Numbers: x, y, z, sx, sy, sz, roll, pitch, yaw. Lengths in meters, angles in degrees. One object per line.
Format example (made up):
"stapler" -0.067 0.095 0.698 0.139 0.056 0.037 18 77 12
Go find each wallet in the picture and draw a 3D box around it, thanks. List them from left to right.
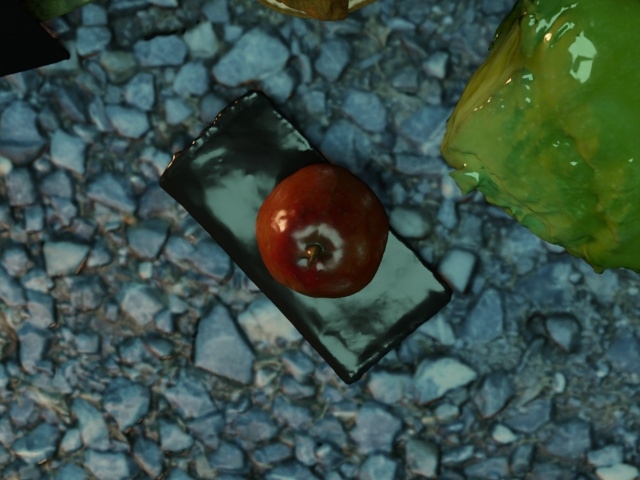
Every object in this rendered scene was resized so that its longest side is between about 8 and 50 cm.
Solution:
"wallet" -0.016 -0.004 1.512 0.146 0.030 0.285 -40 100 21

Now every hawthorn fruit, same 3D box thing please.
"hawthorn fruit" 0.006 -0.007 1.433 0.125 0.140 0.125 2 82 -15

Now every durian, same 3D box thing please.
"durian" 0.241 -0.119 1.361 0.339 0.204 0.256 37 124 -16

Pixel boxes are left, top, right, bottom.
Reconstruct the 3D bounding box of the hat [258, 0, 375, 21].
"hat" -0.001 -0.279 1.301 0.244 0.233 0.233 -14 109 13

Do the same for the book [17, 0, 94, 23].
"book" -0.240 -0.326 1.424 0.160 0.024 0.228 -20 106 11

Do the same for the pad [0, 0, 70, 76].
"pad" -0.403 -0.171 1.429 0.300 0.202 0.005 -13 69 12
